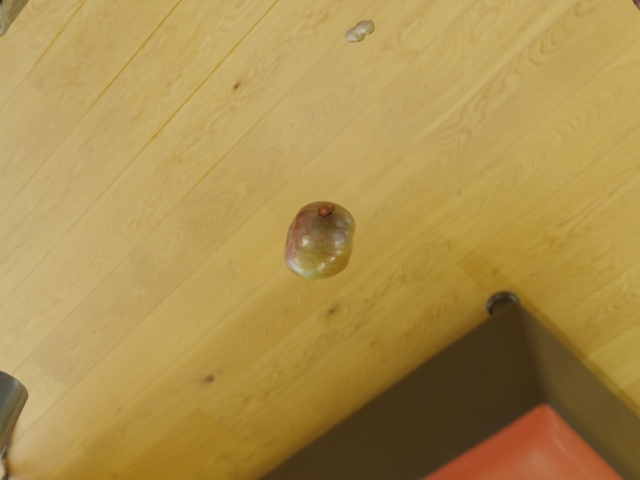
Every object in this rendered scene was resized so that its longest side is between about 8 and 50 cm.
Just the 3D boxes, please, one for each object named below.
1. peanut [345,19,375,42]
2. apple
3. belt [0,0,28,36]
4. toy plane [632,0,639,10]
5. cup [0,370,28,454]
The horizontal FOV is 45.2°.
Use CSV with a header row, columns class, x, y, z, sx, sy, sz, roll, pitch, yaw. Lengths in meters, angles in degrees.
class,x,y,z,sx,sy,sz,roll,pitch,yaw
peanut,0.082,-0.434,1.590,0.037,0.037,0.083,44,150,-18
apple,-0.001,0.003,1.198,0.102,0.126,0.126,17,119,-8
belt,-0.326,-0.332,0.741,0.115,0.227,0.324,32,137,-8
toy plane,0.324,-0.211,0.700,0.077,0.194,0.126,-30,147,35
cup,-0.385,0.196,0.867,0.100,0.077,0.078,-22,124,34
